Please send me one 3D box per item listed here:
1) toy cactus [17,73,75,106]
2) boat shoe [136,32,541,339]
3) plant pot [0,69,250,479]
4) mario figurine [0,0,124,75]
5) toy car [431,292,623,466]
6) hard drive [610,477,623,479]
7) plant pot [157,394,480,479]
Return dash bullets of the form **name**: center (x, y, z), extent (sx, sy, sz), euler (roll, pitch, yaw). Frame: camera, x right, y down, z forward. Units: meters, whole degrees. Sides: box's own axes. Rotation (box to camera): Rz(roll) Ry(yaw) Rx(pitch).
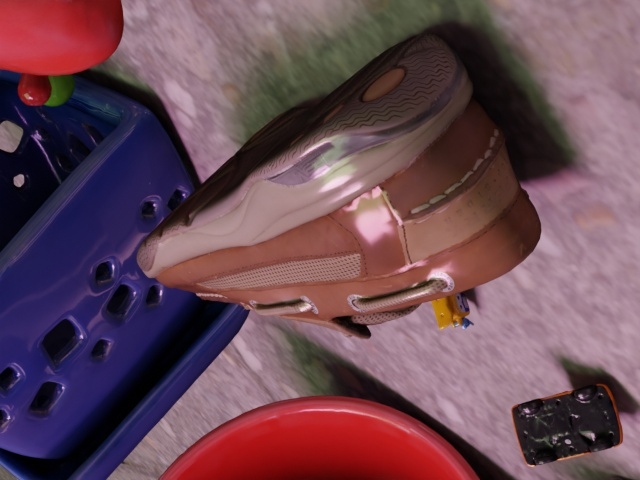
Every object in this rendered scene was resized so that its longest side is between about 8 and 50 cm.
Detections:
- **toy cactus**: center (-0.208, -0.169, 0.914), extent (0.181, 0.112, 0.219), euler (-2, 120, 51)
- **boat shoe**: center (0.000, 0.000, 0.771), extent (0.116, 0.123, 0.324), euler (49, 160, -9)
- **plant pot**: center (-0.203, 0.031, 1.067), extent (0.236, 0.236, 0.212), euler (23, 155, 46)
- **mario figurine**: center (-0.160, -0.232, 0.723), extent (0.198, 0.170, 0.320), euler (-95, -12, -62)
- **toy car**: center (0.113, 0.063, 0.802), extent (0.040, 0.060, 0.122), euler (-3, -121, -60)
- **hard drive**: center (0.164, 0.309, 0.885), extent (0.307, 0.203, 0.040), euler (57, 179, -22)
- **plant pot**: center (0.020, 0.280, 1.054), extent (0.275, 0.275, 0.243), euler (34, 165, 31)
